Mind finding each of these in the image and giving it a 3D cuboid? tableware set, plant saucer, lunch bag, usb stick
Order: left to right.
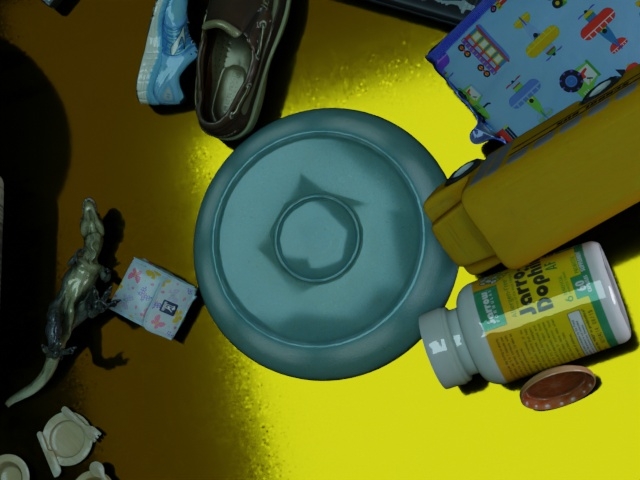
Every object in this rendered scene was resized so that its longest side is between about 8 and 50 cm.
[{"bbox_3d":[-0.312,0.288,2.018,0.169,0.020,0.141,-38,74,7],"label":"tableware set"},{"bbox_3d":[-0.191,0.067,2.004,0.083,0.053,0.071,29,92,10],"label":"lunch bag"},{"bbox_3d":[0.000,0.000,1.969,0.318,0.044,0.317,-2,81,15],"label":"plant saucer"},{"bbox_3d":[0.100,-0.299,1.987,0.278,0.045,0.077,18,80,17],"label":"usb stick"},{"bbox_3d":[0.253,0.156,1.860,0.083,0.083,0.013,-21,56,11],"label":"plant saucer"},{"bbox_3d":[0.272,-0.202,1.873,0.293,0.138,0.221,-44,91,14],"label":"lunch bag"}]

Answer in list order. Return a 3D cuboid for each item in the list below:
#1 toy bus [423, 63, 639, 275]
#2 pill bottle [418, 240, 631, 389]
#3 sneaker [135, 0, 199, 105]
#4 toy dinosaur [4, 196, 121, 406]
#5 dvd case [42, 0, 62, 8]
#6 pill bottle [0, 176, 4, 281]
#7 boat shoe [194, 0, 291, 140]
[{"bbox_3d":[0.261,-0.071,1.803,0.333,0.130,0.108,-31,102,26],"label":"toy bus"},{"bbox_3d":[0.217,0.086,1.859,0.208,0.117,0.117,-20,77,12],"label":"pill bottle"},{"bbox_3d":[-0.168,-0.234,2.049,0.073,0.063,0.162,13,89,-2],"label":"sneaker"},{"bbox_3d":[-0.291,0.086,2.007,0.064,0.118,0.268,24,91,-22],"label":"toy dinosaur"},{"bbox_3d":[-0.354,-0.423,2.132,0.239,0.029,0.179,41,93,16],"label":"dvd case"},{"bbox_3d":[-0.453,0.060,2.015,0.161,0.161,0.283,-2,81,14],"label":"pill bottle"},{"bbox_3d":[-0.093,-0.244,1.988,0.095,0.095,0.257,6,90,17],"label":"boat shoe"}]
